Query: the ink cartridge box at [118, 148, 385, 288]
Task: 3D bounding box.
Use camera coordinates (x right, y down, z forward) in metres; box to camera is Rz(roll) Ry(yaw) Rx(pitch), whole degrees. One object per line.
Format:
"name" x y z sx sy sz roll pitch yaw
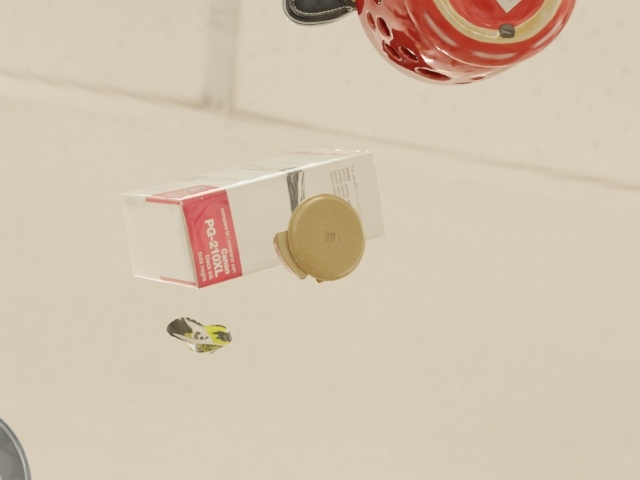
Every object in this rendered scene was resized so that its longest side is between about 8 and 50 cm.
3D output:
"ink cartridge box" -0.073 -0.028 2.026 0.237 0.100 0.172 -15 11 -27

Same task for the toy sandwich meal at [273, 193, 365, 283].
"toy sandwich meal" 0.000 0.000 1.638 0.086 0.085 0.029 28 -19 -22

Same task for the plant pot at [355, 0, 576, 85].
"plant pot" 0.139 -0.242 1.758 0.191 0.191 0.174 19 0 -10

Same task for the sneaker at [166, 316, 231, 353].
"sneaker" -0.136 0.108 2.037 0.083 0.031 0.035 15 -48 -38

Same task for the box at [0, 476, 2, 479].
"box" -0.279 0.245 1.140 0.184 0.190 0.045 -5 -14 -11

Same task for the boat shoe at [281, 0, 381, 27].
"boat shoe" 0.043 -0.268 1.879 0.183 0.083 0.065 -22 -87 6

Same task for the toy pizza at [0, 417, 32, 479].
"toy pizza" -0.414 0.266 2.029 0.201 0.201 0.032 13 0 -3
